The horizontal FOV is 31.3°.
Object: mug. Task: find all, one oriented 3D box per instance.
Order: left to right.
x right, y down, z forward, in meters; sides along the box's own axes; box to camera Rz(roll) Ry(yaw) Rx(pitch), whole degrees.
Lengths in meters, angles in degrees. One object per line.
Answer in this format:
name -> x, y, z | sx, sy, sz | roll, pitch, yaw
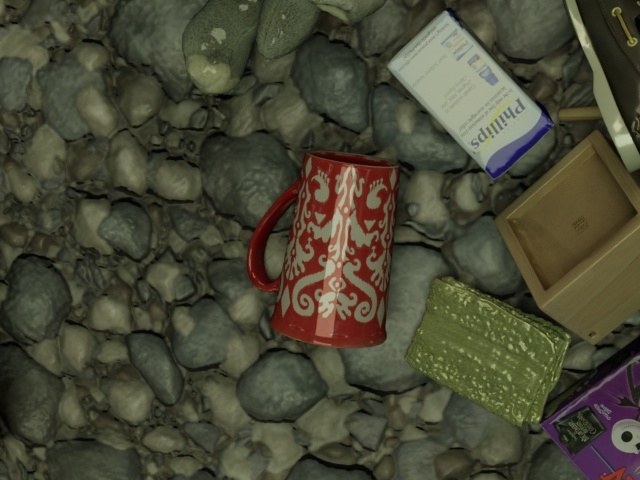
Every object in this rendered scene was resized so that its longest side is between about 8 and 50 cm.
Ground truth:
mug -> 0.001, 0.002, 1.079 | 0.150, 0.113, 0.169 | 10, 102, 6

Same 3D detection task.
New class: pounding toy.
pounding toy -> 0.268, -0.043, 1.019 | 0.094, 0.181, 0.206 | 33, 114, -33

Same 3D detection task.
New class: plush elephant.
plush elephant -> -0.074, -0.278, 0.935 | 0.330, 0.255, 0.272 | -28, 101, 17

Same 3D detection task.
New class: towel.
towel -> 0.160, 0.106, 1.104 | 0.148, 0.027, 0.110 | 25, 109, 18

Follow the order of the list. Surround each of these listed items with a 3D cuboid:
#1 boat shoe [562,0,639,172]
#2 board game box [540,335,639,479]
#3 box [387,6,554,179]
boat shoe -> 0.256, -0.165, 0.965 | 0.069, 0.081, 0.227 | -22, 61, 19
board game box -> 0.402, 0.238, 1.101 | 0.208, 0.056, 0.347 | -41, 94, 20
box -> 0.134, -0.134, 1.013 | 0.072, 0.126, 0.137 | -43, 94, 15
